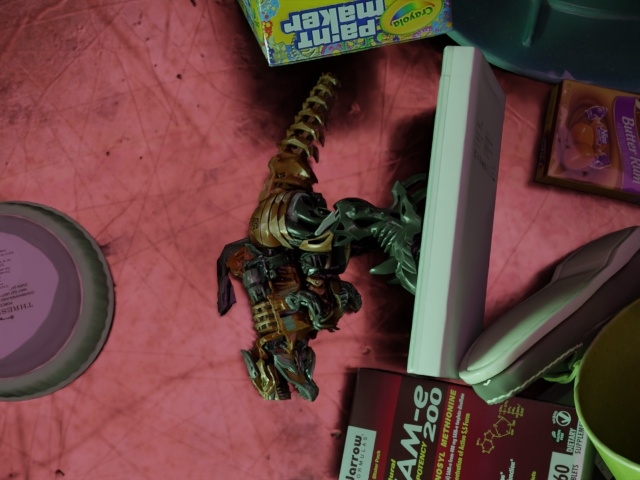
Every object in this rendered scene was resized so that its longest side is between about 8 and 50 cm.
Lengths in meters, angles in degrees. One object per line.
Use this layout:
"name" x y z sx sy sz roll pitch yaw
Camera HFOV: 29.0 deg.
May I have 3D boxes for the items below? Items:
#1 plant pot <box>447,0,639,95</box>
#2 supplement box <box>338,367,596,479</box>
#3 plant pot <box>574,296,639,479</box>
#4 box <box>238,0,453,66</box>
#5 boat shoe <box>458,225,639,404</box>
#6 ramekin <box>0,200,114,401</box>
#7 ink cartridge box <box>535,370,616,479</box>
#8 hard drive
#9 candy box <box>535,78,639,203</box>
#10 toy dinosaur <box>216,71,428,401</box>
"plant pot" 0.301 -0.367 1.230 0.341 0.341 0.334 14 76 -4
"supplement box" 0.147 0.209 1.228 0.239 0.073 0.130 8 84 22
"plant pot" 0.410 0.218 1.138 0.275 0.275 0.293 -31 119 -7
"box" -0.006 -0.350 1.155 0.177 0.290 0.279 -12 117 -6
"boat shoe" 0.250 0.085 1.227 0.305 0.109 0.091 -34 99 -42
"ramekin" -0.312 0.058 1.229 0.207 0.109 0.207 0 85 -5
"ink cartridge box" 0.306 0.220 1.287 0.127 0.072 0.175 -37 89 -7
"hard drive" 0.140 -0.017 1.231 0.040 0.203 0.307 5 84 17
"candy box" 0.335 -0.099 1.331 0.187 0.053 0.109 11 83 -5
"toy dinosaur" 0.000 0.000 1.250 0.218 0.164 0.321 3 106 12
